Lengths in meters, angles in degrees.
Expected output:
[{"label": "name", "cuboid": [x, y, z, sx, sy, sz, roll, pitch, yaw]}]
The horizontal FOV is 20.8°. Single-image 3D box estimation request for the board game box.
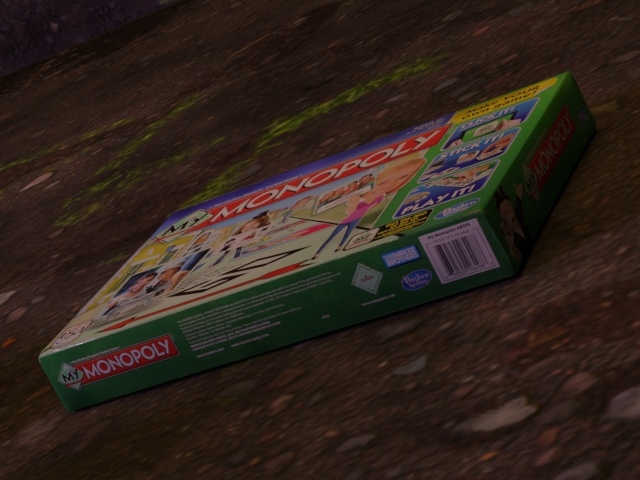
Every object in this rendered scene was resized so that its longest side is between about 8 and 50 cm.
[{"label": "board game box", "cuboid": [0.000, 0.000, 1.086, 0.317, 0.046, 0.213, -19, 18, 29]}]
